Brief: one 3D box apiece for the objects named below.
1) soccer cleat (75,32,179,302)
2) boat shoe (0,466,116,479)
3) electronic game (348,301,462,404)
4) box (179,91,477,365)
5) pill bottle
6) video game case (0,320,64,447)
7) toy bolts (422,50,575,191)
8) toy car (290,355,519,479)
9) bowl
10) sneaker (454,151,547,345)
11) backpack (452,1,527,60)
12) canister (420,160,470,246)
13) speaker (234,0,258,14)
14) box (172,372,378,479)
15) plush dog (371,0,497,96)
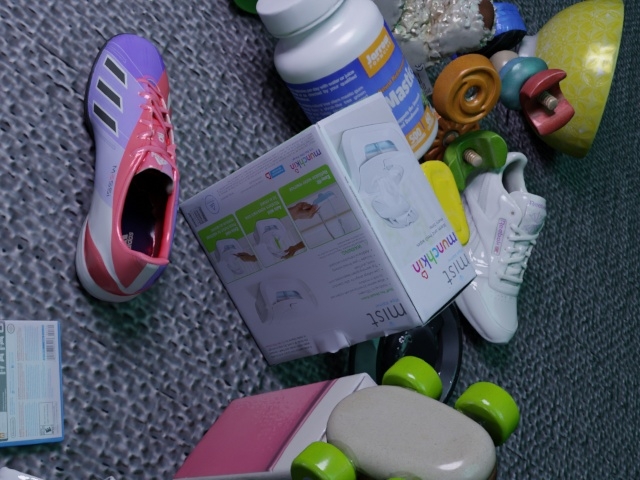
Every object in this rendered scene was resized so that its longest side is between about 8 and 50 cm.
[{"bbox_3d":[-0.193,-0.095,0.856,0.109,0.116,0.318,16,64,-37],"label":"soccer cleat"},{"bbox_3d":[-0.198,0.260,0.742,0.226,0.083,0.075,23,61,-33],"label":"boat shoe"},{"bbox_3d":[0.118,0.153,1.057,0.229,0.048,0.229,-3,95,-45],"label":"electronic game"},{"bbox_3d":[0.000,0.000,0.893,0.127,0.262,0.231,-35,97,-44],"label":"box"},{"bbox_3d":[0.034,-0.221,1.039,0.272,0.152,0.152,54,45,-35],"label":"pill bottle"},{"bbox_3d":[-0.321,0.132,0.729,0.166,0.015,0.119,6,71,-40],"label":"video game case"},{"bbox_3d":[0.240,-0.224,1.190,0.229,0.158,0.218,-28,132,-6],"label":"toy bolts"},{"bbox_3d":[0.082,0.226,0.677,0.155,0.149,0.188,-35,127,-39],"label":"toy car"},{"bbox_3d":[0.430,-0.302,1.437,0.156,0.289,0.289,11,58,10],"label":"bowl"},{"bbox_3d":[0.271,0.004,1.206,0.114,0.152,0.304,12,68,-41],"label":"sneaker"},{"bbox_3d":[0.289,-0.370,1.384,0.098,0.120,0.101,-17,86,-43],"label":"backpack"},{"bbox_3d":[0.106,-0.024,1.057,0.073,0.170,0.126,-8,80,-43],"label":"canister"},{"bbox_3d":[-0.084,-0.469,1.089,0.131,0.131,0.296,3,72,-41],"label":"speaker"},{"bbox_3d":[-0.015,0.242,0.807,0.148,0.232,0.127,52,49,-15],"label":"box"},{"bbox_3d":[0.105,-0.357,1.200,0.263,0.210,0.225,17,44,-26],"label":"plush dog"}]
